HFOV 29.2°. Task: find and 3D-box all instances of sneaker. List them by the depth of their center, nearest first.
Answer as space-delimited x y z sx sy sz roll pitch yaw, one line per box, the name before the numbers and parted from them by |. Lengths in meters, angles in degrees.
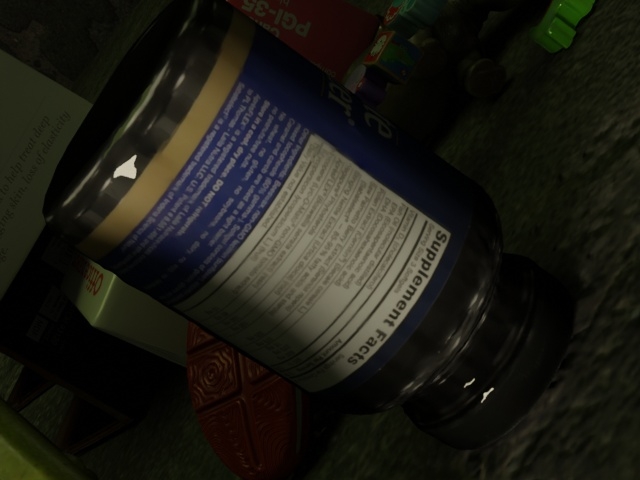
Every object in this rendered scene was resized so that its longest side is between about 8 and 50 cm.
sneaker | -0.018 0.041 0.764 0.087 0.128 0.221 -25 65 35

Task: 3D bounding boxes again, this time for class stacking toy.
stacking toy | 0.041 -0.110 0.710 0.221 0.167 0.052 -58 18 -2

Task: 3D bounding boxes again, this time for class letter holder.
letter holder | -0.218 0.033 1.154 0.214 0.152 0.302 -35 27 51

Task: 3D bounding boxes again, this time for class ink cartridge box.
ink cartridge box | -0.085 -0.056 0.940 0.283 0.117 0.207 -68 19 -2

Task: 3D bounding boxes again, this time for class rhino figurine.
rhino figurine | 0.072 -0.120 0.800 0.243 0.073 0.106 -52 22 9

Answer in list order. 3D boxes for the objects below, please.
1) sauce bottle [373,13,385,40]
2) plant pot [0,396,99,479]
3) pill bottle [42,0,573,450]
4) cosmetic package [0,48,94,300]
sauce bottle | 0.020 -0.119 0.977 0.128 0.042 0.042 -49 19 21
plant pot | -0.172 0.242 0.434 0.353 0.366 0.366 -49 16 -15
pill bottle | 0.000 0.000 0.541 0.123 0.219 0.123 -47 21 24
cosmetic package | -0.327 -0.027 1.044 0.217 0.156 0.385 -62 17 -13
